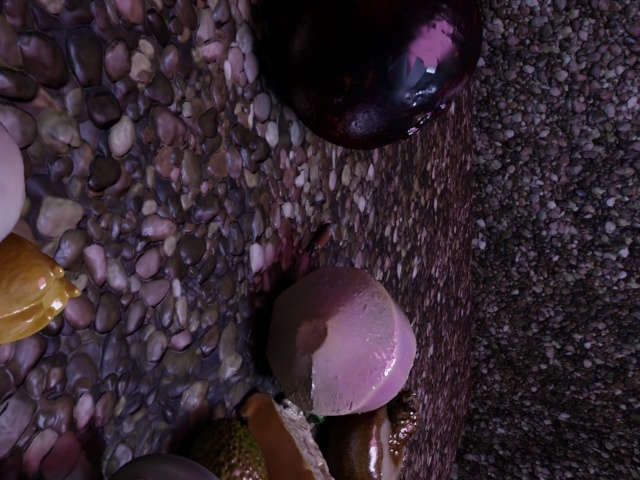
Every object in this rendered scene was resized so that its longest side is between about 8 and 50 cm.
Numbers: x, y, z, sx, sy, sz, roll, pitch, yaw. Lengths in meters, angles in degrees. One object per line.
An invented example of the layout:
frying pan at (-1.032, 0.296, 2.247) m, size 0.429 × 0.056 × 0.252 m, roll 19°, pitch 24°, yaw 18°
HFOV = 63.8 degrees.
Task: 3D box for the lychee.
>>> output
lychee at (-0.124, 0.307, 0.669) m, size 0.114 × 0.114 × 0.146 m, roll 53°, pitch 30°, yaw -55°

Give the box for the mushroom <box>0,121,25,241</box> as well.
mushroom at (-0.244, -0.008, 0.199) m, size 0.336 × 0.315 × 0.314 m, roll -58°, pitch 151°, yaw -79°

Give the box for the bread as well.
bread at (-0.092, 0.383, 0.793) m, size 0.211 × 0.224 × 0.183 m, roll -35°, pitch 151°, yaw -1°

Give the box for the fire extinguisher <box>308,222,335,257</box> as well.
fire extinguisher at (0.000, 0.000, 0.949) m, size 0.083 × 0.022 × 0.028 m, roll -55°, pitch 173°, yaw -44°

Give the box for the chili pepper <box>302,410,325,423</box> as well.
chili pepper at (0.030, 0.259, 1.030) m, size 0.224 × 0.061 × 0.098 m, roll -52°, pitch 134°, yaw -44°

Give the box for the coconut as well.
coconut at (0.029, 0.163, 0.836) m, size 0.245 × 0.233 × 0.233 m, roll 44°, pitch 57°, yaw -60°

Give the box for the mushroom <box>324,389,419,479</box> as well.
mushroom at (0.110, 0.447, 1.136) m, size 0.278 × 0.163 × 0.297 m, roll -62°, pitch 148°, yaw -22°

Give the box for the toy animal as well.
toy animal at (-0.267, 0.068, 0.380) m, size 0.159 × 0.083 × 0.070 m, roll -56°, pitch 171°, yaw -25°

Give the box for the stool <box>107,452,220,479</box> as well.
stool at (-0.179, 0.311, 0.438) m, size 0.195 × 0.195 × 0.199 m, roll -61°, pitch 162°, yaw 11°

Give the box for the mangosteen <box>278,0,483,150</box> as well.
mangosteen at (0.075, -0.285, 0.741) m, size 0.293 × 0.297 × 0.297 m, roll 60°, pitch 39°, yaw -20°
